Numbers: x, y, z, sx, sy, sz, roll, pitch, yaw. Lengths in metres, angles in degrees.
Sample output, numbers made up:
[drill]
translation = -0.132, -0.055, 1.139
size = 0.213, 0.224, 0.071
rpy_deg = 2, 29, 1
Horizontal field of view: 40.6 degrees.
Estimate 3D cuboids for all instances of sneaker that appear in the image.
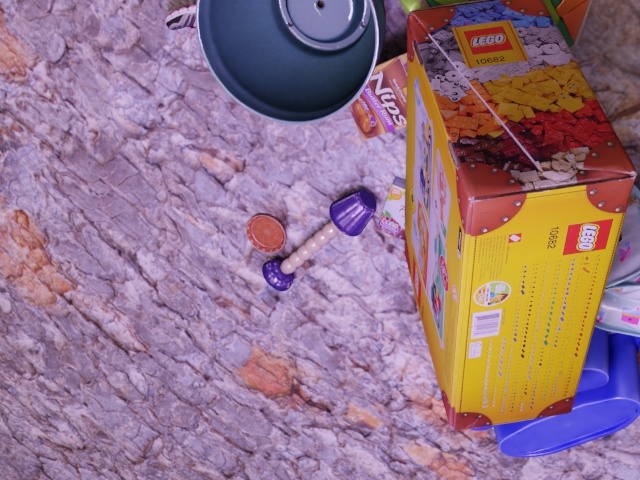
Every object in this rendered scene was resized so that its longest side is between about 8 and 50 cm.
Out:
[sneaker]
translation = -0.191, -0.377, 1.504
size = 0.170, 0.063, 0.075
rpy_deg = -7, 109, 20

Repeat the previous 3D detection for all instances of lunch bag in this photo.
[lunch bag]
translation = 0.500, 0.033, 1.329
size = 0.262, 0.223, 0.160
rpy_deg = 6, 134, 8

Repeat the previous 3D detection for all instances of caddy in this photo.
[caddy]
translation = 0.392, 0.232, 1.510
size = 0.341, 0.179, 0.241
rpy_deg = -30, 127, 32

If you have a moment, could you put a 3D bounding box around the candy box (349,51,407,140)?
[candy box]
translation = 0.113, -0.235, 1.407
size = 0.186, 0.053, 0.109
rpy_deg = -10, 106, 59

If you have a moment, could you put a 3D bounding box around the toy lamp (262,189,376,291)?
[toy lamp]
translation = 0.000, 0.000, 1.632
size = 0.080, 0.080, 0.274
rpy_deg = 44, 126, -6

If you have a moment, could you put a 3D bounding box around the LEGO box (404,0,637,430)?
[LEGO box]
translation = 0.246, -0.025, 1.236
size = 0.193, 0.373, 0.500
rpy_deg = -8, 138, -2

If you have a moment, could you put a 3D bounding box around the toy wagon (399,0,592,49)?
[toy wagon]
translation = 0.288, -0.335, 1.269
size = 0.267, 0.068, 0.344
rpy_deg = -34, 120, 10

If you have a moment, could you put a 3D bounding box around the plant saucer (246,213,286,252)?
[plant saucer]
translation = -0.106, -0.015, 1.704
size = 0.083, 0.013, 0.084
rpy_deg = 9, 120, 16

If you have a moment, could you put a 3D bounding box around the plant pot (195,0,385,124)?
[plant pot]
translation = -0.022, -0.355, 1.368
size = 0.293, 0.196, 0.293
rpy_deg = 10, 121, 17

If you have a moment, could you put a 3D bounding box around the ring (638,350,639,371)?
[ring]
translation = 0.477, 0.126, 1.536
size = 0.336, 0.032, 0.337
rpy_deg = 9, 120, 16

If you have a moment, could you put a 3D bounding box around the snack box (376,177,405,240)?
[snack box]
translation = 0.183, -0.041, 1.558
size = 0.141, 0.037, 0.100
rpy_deg = 22, 122, 9
